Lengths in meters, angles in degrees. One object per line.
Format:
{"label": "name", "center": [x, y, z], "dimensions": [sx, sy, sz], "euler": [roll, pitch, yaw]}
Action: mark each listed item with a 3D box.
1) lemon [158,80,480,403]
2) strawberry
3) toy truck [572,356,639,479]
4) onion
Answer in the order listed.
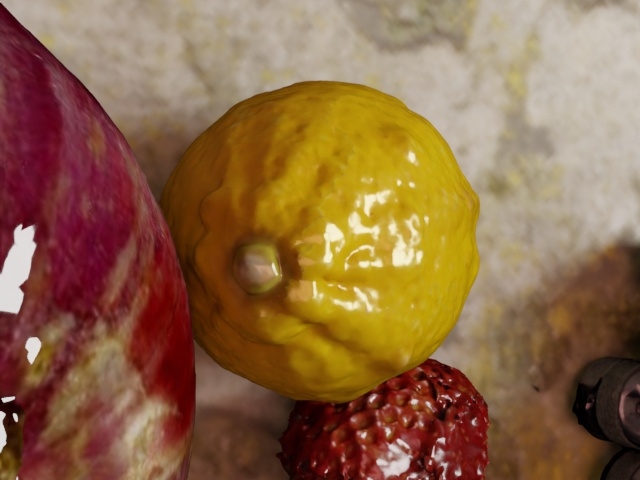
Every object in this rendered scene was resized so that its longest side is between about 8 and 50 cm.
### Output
{"label": "lemon", "center": [0.000, 0.000, 0.462], "dimensions": [0.114, 0.155, 0.114], "euler": [3, 103, 15]}
{"label": "strawberry", "center": [0.029, 0.084, 0.510], "dimensions": [0.083, 0.083, 0.096], "euler": [56, 44, -12]}
{"label": "toy truck", "center": [0.193, 0.119, 0.547], "dimensions": [0.124, 0.114, 0.253], "euler": [-12, 96, -28]}
{"label": "onion", "center": [-0.151, 0.061, 0.381], "dimensions": [0.256, 0.272, 0.230], "euler": [-36, 128, -8]}
